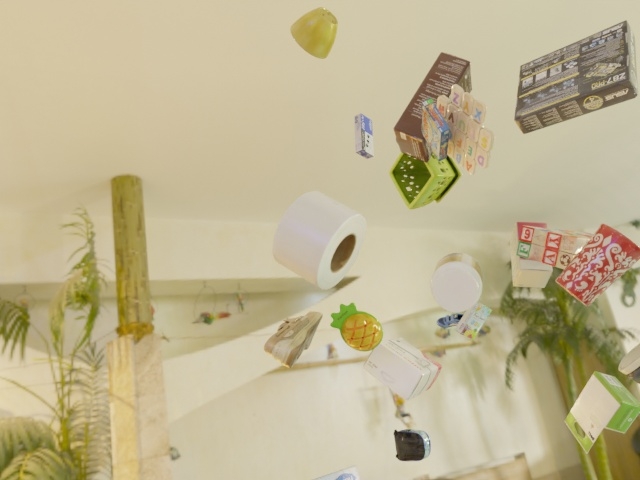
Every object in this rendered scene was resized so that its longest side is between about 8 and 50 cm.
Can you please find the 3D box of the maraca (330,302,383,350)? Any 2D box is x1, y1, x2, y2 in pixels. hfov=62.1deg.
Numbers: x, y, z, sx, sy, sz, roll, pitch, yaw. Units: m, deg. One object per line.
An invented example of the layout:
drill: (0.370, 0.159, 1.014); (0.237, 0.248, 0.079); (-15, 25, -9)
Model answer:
maraca: (0.116, 0.276, 1.689); (0.127, 0.185, 0.099); (-47, 11, 7)

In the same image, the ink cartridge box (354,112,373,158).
ink cartridge box: (0.217, -0.521, 2.660); (0.046, 0.207, 0.097); (-18, -26, 39)

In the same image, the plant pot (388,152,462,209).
plant pot: (0.467, -0.290, 2.320); (0.207, 0.227, 0.228); (-5, -33, -31)

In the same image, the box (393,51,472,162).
box: (0.450, -0.525, 2.107); (0.143, 0.382, 0.191); (30, -8, 25)

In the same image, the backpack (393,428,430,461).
backpack: (0.322, 0.701, 1.827); (0.114, 0.105, 0.084); (-14, -16, 37)

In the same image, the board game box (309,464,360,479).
board game box: (-0.105, 0.694, 1.393); (0.317, 0.066, 0.318); (1, -30, -41)

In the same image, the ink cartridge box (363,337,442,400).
ink cartridge box: (0.313, 0.473, 1.991); (0.117, 0.207, 0.283); (-60, -26, 8)

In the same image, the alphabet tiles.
alphabet tiles: (0.480, -0.370, 1.797); (0.021, 0.284, 0.278); (-23, -41, -16)

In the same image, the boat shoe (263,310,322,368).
boat shoe: (-0.080, 0.291, 1.706); (0.110, 0.122, 0.341); (24, 13, 9)

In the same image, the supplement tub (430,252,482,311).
supplement tub: (0.397, 0.122, 1.550); (0.144, 0.145, 0.199); (-17, 4, 19)

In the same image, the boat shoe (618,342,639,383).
boat shoe: (0.747, 0.229, 1.115); (0.095, 0.079, 0.255); (-39, -16, -50)

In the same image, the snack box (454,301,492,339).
snack box: (0.598, 0.310, 2.080); (0.100, 0.037, 0.141); (26, -82, -40)

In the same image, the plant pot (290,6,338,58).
plant pot: (-0.005, -0.602, 1.514); (0.134, 0.134, 0.095); (6, -36, -39)

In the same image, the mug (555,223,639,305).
mug: (0.652, 0.070, 1.235); (0.150, 0.113, 0.169); (36, -80, -22)

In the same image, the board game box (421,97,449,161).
board game box: (0.392, -0.375, 1.822); (0.035, 0.136, 0.201); (-25, -22, 1)

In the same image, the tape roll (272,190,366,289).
tape roll: (0.000, 0.000, 1.556); (0.169, 0.246, 0.246); (30, -3, 25)

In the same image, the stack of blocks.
stack of blocks: (0.715, 0.025, 1.478); (0.297, 0.087, 0.171); (3, 10, -32)

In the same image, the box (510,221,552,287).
box: (0.857, 0.058, 2.173); (0.126, 0.233, 0.149); (2, -32, 10)

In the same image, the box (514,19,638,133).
box: (0.917, -0.586, 1.927); (0.394, 0.318, 0.097); (-16, -45, 42)

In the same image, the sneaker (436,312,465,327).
sneaker: (0.584, 0.348, 2.350); (0.144, 0.053, 0.059); (-8, -45, 15)

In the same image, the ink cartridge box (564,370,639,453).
ink cartridge box: (1.071, 0.663, 2.032); (0.096, 0.189, 0.255); (17, -70, -10)
